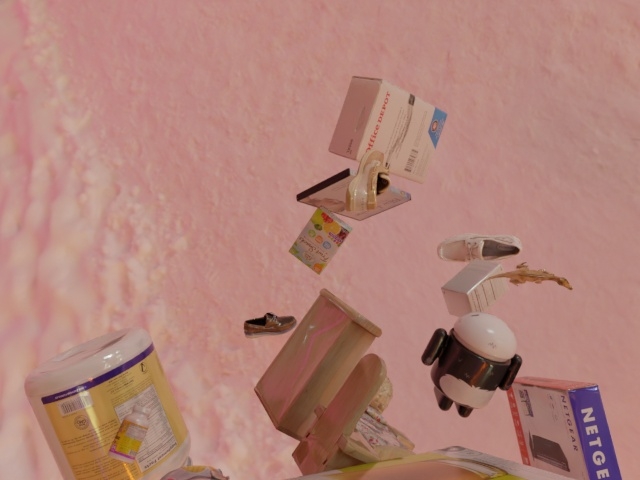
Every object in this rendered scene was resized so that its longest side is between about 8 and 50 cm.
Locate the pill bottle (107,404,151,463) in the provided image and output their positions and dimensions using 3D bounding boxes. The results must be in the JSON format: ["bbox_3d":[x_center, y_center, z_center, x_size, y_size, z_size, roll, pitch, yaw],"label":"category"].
[{"bbox_3d":[-0.308,0.314,0.816,0.043,0.043,0.083,4,59,27],"label":"pill bottle"}]

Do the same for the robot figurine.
[{"bbox_3d":[0.396,0.322,1.319,0.173,0.209,0.279,38,114,44],"label":"robot figurine"}]

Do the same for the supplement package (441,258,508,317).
[{"bbox_3d":[0.479,0.150,1.551,0.179,0.105,0.105,-33,24,-26],"label":"supplement package"}]

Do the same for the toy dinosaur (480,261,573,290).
[{"bbox_3d":[0.427,0.073,1.051,0.182,0.092,0.053,3,89,12],"label":"toy dinosaur"}]

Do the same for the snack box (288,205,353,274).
[{"bbox_3d":[0.000,0.000,1.236,0.100,0.037,0.141,38,112,6],"label":"snack box"}]

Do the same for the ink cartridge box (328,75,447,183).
[{"bbox_3d":[0.253,-0.400,1.846,0.166,0.394,0.286,27,102,46],"label":"ink cartridge box"}]

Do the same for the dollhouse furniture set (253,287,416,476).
[{"bbox_3d":[0.109,0.245,0.711,0.174,0.355,0.303,-55,26,-3],"label":"dollhouse furniture set"}]

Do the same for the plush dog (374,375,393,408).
[{"bbox_3d":[0.060,0.371,1.140,0.225,0.262,0.211,-30,66,10],"label":"plush dog"}]

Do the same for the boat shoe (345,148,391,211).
[{"bbox_3d":[0.091,-0.100,0.854,0.059,0.063,0.170,10,42,15],"label":"boat shoe"}]

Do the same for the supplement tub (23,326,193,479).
[{"bbox_3d":[-0.401,0.366,0.989,0.240,0.241,0.332,-17,98,21],"label":"supplement tub"}]

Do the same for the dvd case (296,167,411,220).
[{"bbox_3d":[0.088,-0.110,1.279,0.180,0.252,0.022,-23,65,39],"label":"dvd case"}]

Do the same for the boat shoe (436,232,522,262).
[{"bbox_3d":[0.528,0.028,1.673,0.276,0.096,0.098,-7,99,17],"label":"boat shoe"}]

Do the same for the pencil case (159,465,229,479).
[{"bbox_3d":[-0.143,0.371,0.628,0.124,0.273,0.114,-19,89,-25],"label":"pencil case"}]

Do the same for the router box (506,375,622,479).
[{"bbox_3d":[0.599,0.518,1.241,0.082,0.301,0.336,-8,79,-9],"label":"router box"}]

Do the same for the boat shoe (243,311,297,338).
[{"bbox_3d":[-0.169,0.281,1.689,0.183,0.066,0.066,-13,31,-10],"label":"boat shoe"}]

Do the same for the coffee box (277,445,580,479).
[{"bbox_3d":[0.087,0.355,0.309,0.337,0.333,0.339,-22,67,61],"label":"coffee box"}]
